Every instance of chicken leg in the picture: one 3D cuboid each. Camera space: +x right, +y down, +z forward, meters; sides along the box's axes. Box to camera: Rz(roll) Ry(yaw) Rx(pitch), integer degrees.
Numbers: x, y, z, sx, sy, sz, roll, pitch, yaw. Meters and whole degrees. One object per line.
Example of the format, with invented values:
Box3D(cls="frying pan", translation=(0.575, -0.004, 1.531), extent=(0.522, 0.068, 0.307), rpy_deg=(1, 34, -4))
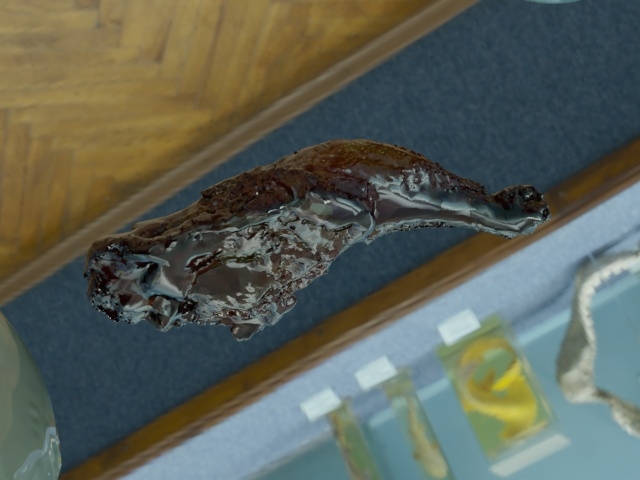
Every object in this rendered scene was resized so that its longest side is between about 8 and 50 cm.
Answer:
Box3D(cls="chicken leg", translation=(-0.003, -0.004, 0.486), extent=(0.205, 0.053, 0.093), rpy_deg=(-16, 131, 7))

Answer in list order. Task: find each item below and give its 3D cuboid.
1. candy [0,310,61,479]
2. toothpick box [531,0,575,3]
Box3D(cls="candy", translation=(-0.214, 0.077, 0.304), extent=(0.295, 0.295, 0.185), rpy_deg=(15, 125, -47))
Box3D(cls="toothpick box", translation=(0.119, -0.202, 0.497), extent=(0.120, 0.120, 0.184), rpy_deg=(-12, 147, -20))
